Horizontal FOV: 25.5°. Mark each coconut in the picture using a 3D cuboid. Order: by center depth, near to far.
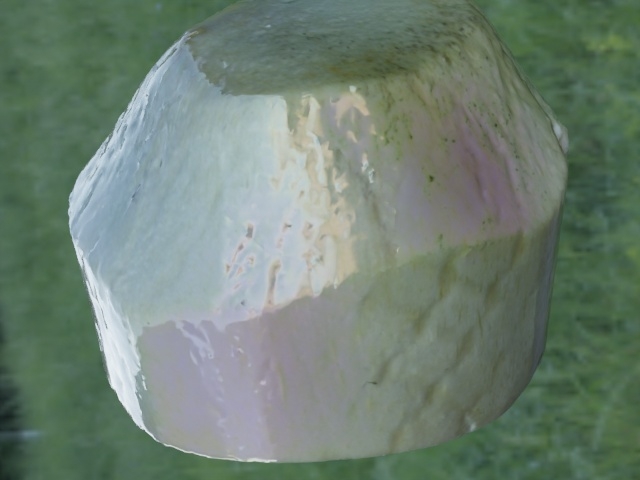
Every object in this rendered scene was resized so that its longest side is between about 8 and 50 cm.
[{"bbox_3d":[0.000,0.000,0.700,0.259,0.259,0.259,178,90,-87],"label":"coconut"}]
